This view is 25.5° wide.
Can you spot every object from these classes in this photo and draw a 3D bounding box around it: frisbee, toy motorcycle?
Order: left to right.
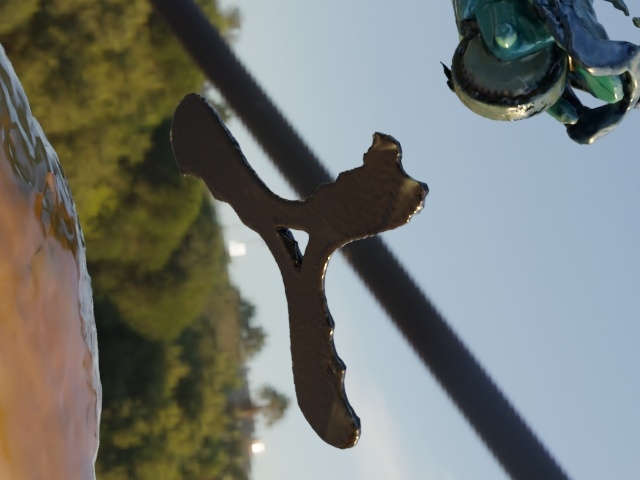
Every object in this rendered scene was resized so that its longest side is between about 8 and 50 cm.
[{"bbox_3d":[0.000,0.000,0.716,0.187,0.012,0.211,-28,-96,55],"label":"frisbee"},{"bbox_3d":[0.189,-0.207,1.136,0.154,0.206,0.260,70,11,-57],"label":"toy motorcycle"}]

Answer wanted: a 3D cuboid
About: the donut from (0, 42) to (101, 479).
[{"bbox_3d":[-0.229,0.091,0.375,0.449,0.198,0.449,-37,135,-49],"label":"donut"}]
